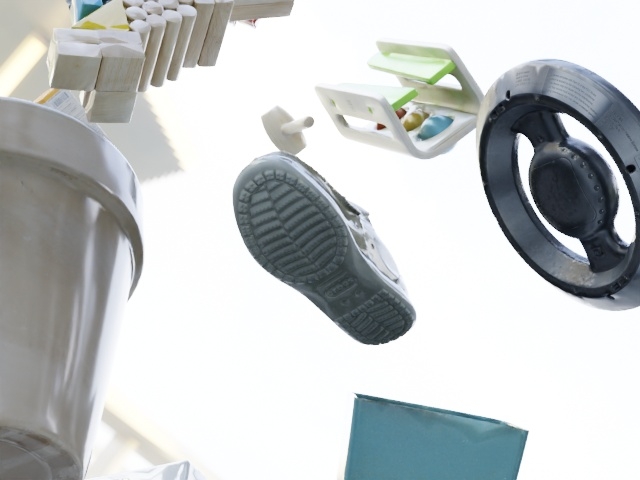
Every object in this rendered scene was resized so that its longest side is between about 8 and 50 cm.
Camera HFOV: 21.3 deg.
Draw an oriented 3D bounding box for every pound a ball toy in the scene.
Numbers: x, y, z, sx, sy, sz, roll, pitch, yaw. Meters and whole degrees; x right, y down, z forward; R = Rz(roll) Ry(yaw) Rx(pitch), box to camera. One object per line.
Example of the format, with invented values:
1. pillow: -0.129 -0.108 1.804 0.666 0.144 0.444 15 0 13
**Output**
1. pound a ball toy: 0.071 -0.161 2.303 0.135 0.208 0.319 56 -11 -17

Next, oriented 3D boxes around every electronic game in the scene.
1. electronic game: 0.216 -0.045 1.438 0.229 0.048 0.229 37 -38 36

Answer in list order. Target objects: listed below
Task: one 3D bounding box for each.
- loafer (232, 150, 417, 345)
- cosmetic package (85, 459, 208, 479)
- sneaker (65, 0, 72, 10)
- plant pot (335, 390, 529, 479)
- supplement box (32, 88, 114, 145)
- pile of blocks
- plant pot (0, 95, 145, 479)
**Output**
1. loafer: 0.000 0.000 1.577 0.251 0.094 0.087 51 20 -38
2. cosmetic package: -0.202 0.424 1.707 0.197 0.365 0.155 -15 -43 24
3. sneaker: -0.263 -0.309 1.915 0.071 0.083 0.190 -18 -56 37
4. plant pot: 0.090 0.277 1.635 0.166 0.234 0.165 10 -3 -1
5. supplement box: -0.298 -0.136 2.023 0.098 0.036 0.062 52 -25 -13
6. pile of blocks: -0.166 -0.220 1.713 0.149 0.362 0.112 36 -48 17
7. plant pot: -0.296 0.085 1.419 0.323 0.280 0.323 -7 -38 -6
